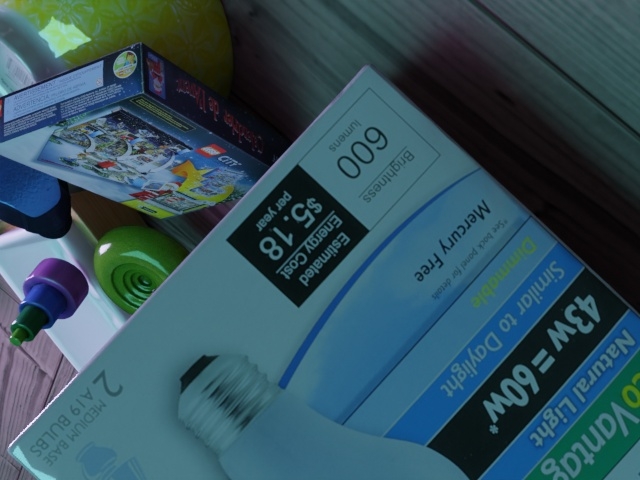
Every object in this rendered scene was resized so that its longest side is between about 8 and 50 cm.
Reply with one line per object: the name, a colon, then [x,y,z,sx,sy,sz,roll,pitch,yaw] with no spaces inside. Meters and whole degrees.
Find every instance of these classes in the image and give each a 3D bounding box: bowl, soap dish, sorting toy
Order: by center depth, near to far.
bowl: [-0.241,-0.180,0.794,0.289,0.156,0.289,23,139,22]
sorting toy: [-0.176,0.066,0.861,0.365,0.126,0.127,-7,126,25]
soap dish: [-0.274,0.067,1.088,0.229,0.118,0.291,-12,118,46]

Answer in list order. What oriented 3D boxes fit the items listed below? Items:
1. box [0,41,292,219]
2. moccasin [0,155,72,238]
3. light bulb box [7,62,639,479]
box: [-0.146,-0.083,0.746,0.159,0.044,0.233,-14,161,24]
moccasin: [-0.392,-0.119,0.945,0.342,0.137,0.117,52,165,27]
light bulb box: [0.040,0.133,0.654,0.361,0.358,0.225,42,177,-1]
